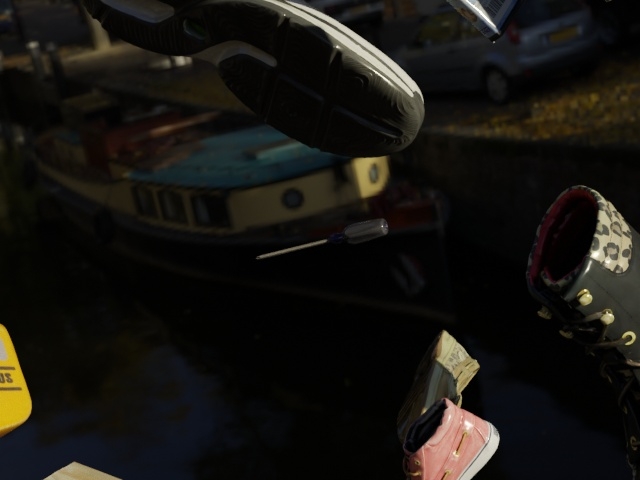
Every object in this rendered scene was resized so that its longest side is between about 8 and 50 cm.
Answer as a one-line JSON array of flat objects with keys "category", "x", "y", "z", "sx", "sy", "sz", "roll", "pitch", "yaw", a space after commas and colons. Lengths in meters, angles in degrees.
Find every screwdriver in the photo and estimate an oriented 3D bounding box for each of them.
[{"category": "screwdriver", "x": 0.000, "y": 0.000, "z": 1.301, "sx": 0.170, "sy": 0.024, "sz": 0.025, "roll": -11, "pitch": 41, "yaw": 28}]

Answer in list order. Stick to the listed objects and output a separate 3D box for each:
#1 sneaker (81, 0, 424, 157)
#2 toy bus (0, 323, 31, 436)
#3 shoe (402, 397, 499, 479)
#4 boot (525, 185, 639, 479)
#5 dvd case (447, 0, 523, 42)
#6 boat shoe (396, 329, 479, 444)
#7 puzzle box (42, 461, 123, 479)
[{"category": "sneaker", "x": -0.039, "y": -0.289, "z": 1.342, "sx": 0.447, "sy": 0.169, "sz": 0.257, "roll": 30, "pitch": 51, "yaw": 10}, {"category": "toy bus", "x": -0.382, "y": 0.131, "z": 0.892, "sx": 0.108, "sy": 0.130, "sz": 0.333, "roll": -30, "pitch": -18, "yaw": 22}, {"category": "shoe", "x": 0.113, "y": 0.257, "z": 1.246, "sx": 0.178, "sy": 0.081, "sz": 0.063, "roll": -53, "pitch": 21, "yaw": 7}, {"category": "boot", "x": 0.208, "y": 0.094, "z": 0.769, "sx": 0.085, "sy": 0.179, "sz": 0.236, "roll": -23, "pitch": 40, "yaw": 48}, {"category": "dvd case", "x": 0.132, "y": -0.352, "z": 1.186, "sx": 0.180, "sy": 0.253, "sz": 0.022, "roll": -57, "pitch": 15, "yaw": -27}, {"category": "boat shoe", "x": 0.185, "y": 0.227, "z": 1.692, "sx": 0.089, "sy": 0.104, "sz": 0.285, "roll": 32, "pitch": 28, "yaw": 1}, {"category": "puzzle box", "x": -0.004, "y": 0.316, "z": 0.665, "sx": 0.409, "sy": 0.272, "sz": 0.052, "roll": 14, "pitch": 22, "yaw": 27}]
